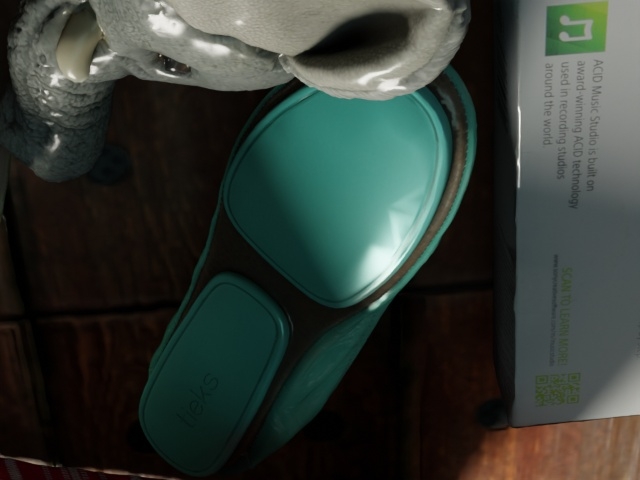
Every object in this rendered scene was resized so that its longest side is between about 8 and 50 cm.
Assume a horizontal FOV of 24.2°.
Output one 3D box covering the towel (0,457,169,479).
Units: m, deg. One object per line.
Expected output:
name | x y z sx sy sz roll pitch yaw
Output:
towel | -0.049 0.117 0.637 0.275 0.199 0.031 11 85 -14

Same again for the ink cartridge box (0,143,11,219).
ink cartridge box | -0.247 0.010 0.558 0.160 0.092 0.219 33 121 -28

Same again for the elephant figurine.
elephant figurine | -0.023 -0.113 0.454 0.169 0.186 0.239 -47 146 -20

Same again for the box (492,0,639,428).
box | 0.229 -0.035 0.587 0.322 0.058 0.232 -5 132 1

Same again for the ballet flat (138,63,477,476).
ballet flat | 0.000 0.000 0.580 0.083 0.087 0.247 41 134 9
